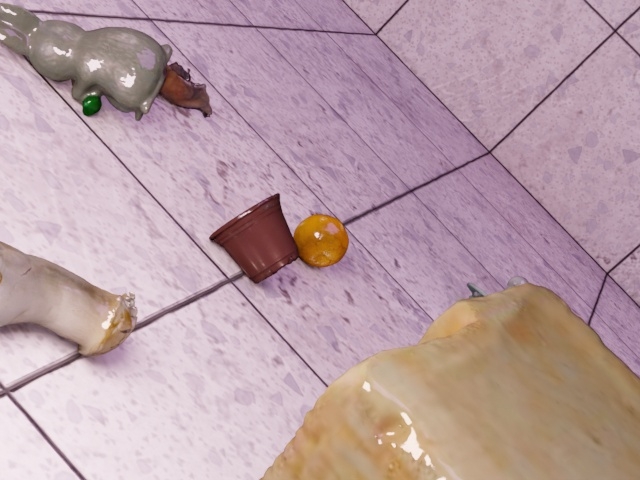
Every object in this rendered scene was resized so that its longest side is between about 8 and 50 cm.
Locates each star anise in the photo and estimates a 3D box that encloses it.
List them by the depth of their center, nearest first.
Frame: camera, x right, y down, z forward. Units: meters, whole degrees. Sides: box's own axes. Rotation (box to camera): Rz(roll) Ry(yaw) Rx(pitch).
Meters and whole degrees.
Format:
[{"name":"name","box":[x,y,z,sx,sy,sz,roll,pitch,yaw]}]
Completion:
[{"name":"star anise","box":[-0.260,-0.268,1.683,0.171,0.063,0.208,51,20,20]}]

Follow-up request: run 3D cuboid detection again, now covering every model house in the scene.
[{"name":"model house","box":[0.119,0.272,0.970,0.382,0.342,0.334,-4,47,-50]}]

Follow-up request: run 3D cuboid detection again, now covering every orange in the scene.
[{"name":"orange","box":[0.000,0.000,1.635,0.083,0.083,0.070,31,38,-34]}]

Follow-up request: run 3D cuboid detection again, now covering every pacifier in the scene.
[{"name":"pacifier","box":[0.343,0.115,2.048,0.150,0.116,0.127,42,-6,2]}]

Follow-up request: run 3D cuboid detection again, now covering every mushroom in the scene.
[{"name":"mushroom","box":[-0.266,0.052,1.011,0.223,0.081,0.092,25,9,-48]}]

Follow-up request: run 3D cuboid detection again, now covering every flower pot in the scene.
[{"name":"flower pot","box":[-0.079,0.004,1.455,0.089,0.111,0.111,58,20,1]}]

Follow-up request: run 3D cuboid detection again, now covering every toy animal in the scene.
[{"name":"toy animal","box":[-0.319,-0.248,1.465,0.236,0.138,0.108,28,-9,-5]}]
